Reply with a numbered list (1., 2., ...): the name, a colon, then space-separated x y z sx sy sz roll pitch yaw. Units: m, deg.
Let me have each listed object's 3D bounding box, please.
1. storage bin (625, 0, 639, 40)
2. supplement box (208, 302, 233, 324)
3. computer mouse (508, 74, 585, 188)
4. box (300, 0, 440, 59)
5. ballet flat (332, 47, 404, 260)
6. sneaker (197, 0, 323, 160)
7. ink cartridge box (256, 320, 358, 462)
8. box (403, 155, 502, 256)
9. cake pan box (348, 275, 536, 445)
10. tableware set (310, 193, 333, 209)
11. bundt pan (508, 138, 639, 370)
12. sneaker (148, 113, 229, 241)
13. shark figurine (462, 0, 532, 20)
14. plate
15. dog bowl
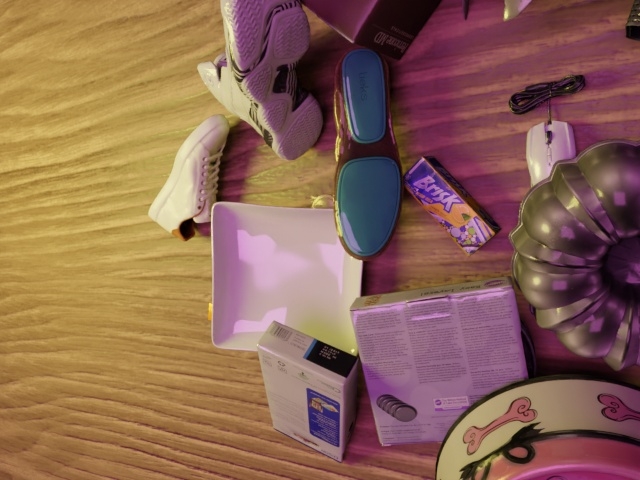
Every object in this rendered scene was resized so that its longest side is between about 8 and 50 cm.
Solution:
1. storage bin: 0.478 -0.279 0.667 0.180 0.122 0.084 21 109 24
2. supplement box: -0.170 0.142 1.114 0.062 0.098 0.036 5 93 29
3. computer mouse: 0.340 -0.138 0.815 0.106 0.042 0.193 -6 96 29
4. box: 0.145 -0.463 0.780 0.143 0.191 0.381 46 117 15
5. ballet flat: 0.070 -0.138 0.917 0.116 0.124 0.342 -5 88 -1
6. sneaker: -0.120 -0.298 0.903 0.137 0.366 0.210 -43 63 -14
7. ink cartridge box: -0.018 0.287 1.014 0.165 0.065 0.332 20 141 17
8. box: 0.209 -0.058 0.895 0.169 0.054 0.059 49 118 12
9. cake pan box: 0.198 0.193 0.872 0.267 0.070 0.245 -12 103 19
10. tableware set: 0.000 0.000 1.042 0.141 0.020 0.168 -23 88 30
11. bundt pan: 0.418 0.032 0.732 0.331 0.124 0.330 6 107 21
12. sneaker: -0.234 -0.117 1.114 0.123 0.106 0.290 42 124 6
13. shark figurine: 0.246 -0.336 0.709 0.278 0.166 0.116 32 112 54
14. plate: -0.060 0.071 1.011 0.277 0.045 0.278 3 101 7
15. dog bowl: 0.365 0.404 0.776 0.408 0.150 0.408 5 109 14
